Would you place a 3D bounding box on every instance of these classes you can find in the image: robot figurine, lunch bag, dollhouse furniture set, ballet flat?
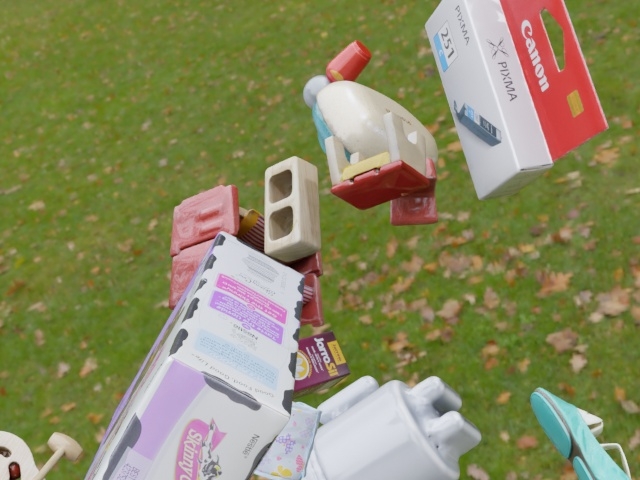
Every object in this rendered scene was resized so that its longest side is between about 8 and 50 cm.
[{"bbox_3d":[0.093,0.376,1.525,0.353,0.200,0.300,-35,48,10],"label":"robot figurine"},{"bbox_3d":[-0.046,0.173,0.798,0.083,0.071,0.053,12,-7,16],"label":"lunch bag"},{"bbox_3d":[0.000,0.000,1.166,0.374,0.201,0.152,-19,62,33],"label":"dollhouse furniture set"},{"bbox_3d":[0.435,0.336,1.462,0.087,0.083,0.247,-16,48,-12],"label":"ballet flat"}]

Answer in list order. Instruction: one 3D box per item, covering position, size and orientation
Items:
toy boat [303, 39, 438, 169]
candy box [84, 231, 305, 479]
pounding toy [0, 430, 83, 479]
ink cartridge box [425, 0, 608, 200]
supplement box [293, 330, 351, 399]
[{"bbox_3d":[0.067,-0.202,1.546,0.148,0.267,0.318,-44,46,25],"label":"toy boat"},{"bbox_3d":[-0.081,0.105,0.544,0.165,0.070,0.196,-58,9,16],"label":"candy box"},{"bbox_3d":[-0.552,0.407,1.536,0.154,0.155,0.269,36,54,8],"label":"pounding toy"},{"bbox_3d":[0.257,-0.235,1.252,0.066,0.296,0.261,-12,-12,-18],"label":"ink cartridge box"},{"bbox_3d":[-0.045,0.263,1.847,0.188,0.104,0.081,-11,-21,-39],"label":"supplement box"}]
